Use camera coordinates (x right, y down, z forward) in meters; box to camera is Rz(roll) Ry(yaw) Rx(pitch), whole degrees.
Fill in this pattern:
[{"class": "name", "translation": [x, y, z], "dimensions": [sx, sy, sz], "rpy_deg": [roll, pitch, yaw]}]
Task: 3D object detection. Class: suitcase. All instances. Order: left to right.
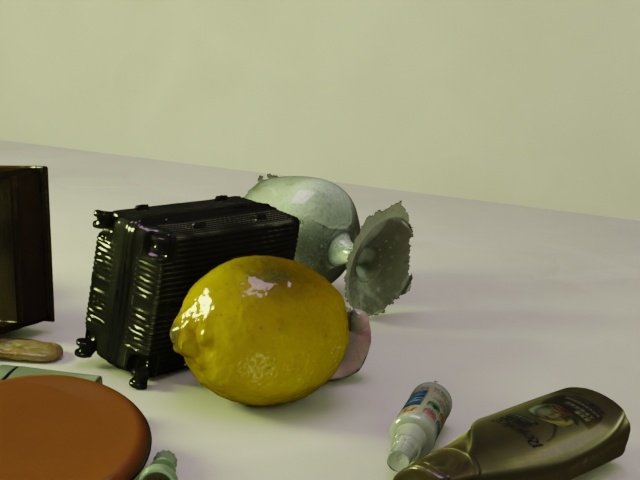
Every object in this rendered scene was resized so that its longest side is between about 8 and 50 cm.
[{"class": "suitcase", "translation": [-0.187, 0.064, 1.610], "dimensions": [0.152, 0.230, 0.335], "rpy_deg": [21, 18, 33]}]

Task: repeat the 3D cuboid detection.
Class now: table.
[{"class": "table", "translation": [-0.560, 0.020, 1.586], "dimensions": [0.196, 0.251, 0.282], "rpy_deg": [4, 8, 23]}]

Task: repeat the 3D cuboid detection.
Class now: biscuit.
[{"class": "biscuit", "translation": [-0.449, 0.158, 1.574], "dimensions": [0.147, 0.018, 0.071], "rpy_deg": [6, 13, -1]}]

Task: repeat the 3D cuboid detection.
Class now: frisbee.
[{"class": "frisbee", "translation": [-0.312, 0.219, 1.185], "dimensions": [0.250, 0.021, 0.251], "rpy_deg": [4, 27, -2]}]

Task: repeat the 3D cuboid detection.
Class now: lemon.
[{"class": "lemon", "translation": [-0.077, 0.120, 1.444], "dimensions": [0.260, 0.204, 0.204], "rpy_deg": [-1, 13, -26]}]

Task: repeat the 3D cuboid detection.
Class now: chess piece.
[{"class": "chess piece", "translation": [-0.172, 0.253, 1.172], "dimensions": [0.042, 0.042, 0.093], "rpy_deg": [4, 6, -2]}]

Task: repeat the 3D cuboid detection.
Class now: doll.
[{"class": "doll", "translation": [-0.013, 0.139, 1.606], "dimensions": [0.192, 0.149, 0.095], "rpy_deg": [21, -23, 32]}]

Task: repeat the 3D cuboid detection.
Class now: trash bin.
[{"class": "trash bin", "translation": [-0.346, 0.197, 1.322], "dimensions": [0.130, 0.059, 0.116], "rpy_deg": [6, 14, 3]}]

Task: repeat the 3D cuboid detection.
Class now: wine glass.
[{"class": "wine glass", "translation": [0.000, 0.000, 1.994], "dimensions": [0.323, 0.238, 0.238], "rpy_deg": [19, 18, 38]}]

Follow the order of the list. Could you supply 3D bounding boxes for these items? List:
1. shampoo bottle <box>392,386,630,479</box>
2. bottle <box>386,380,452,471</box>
[{"class": "shampoo bottle", "translation": [0.220, 0.246, 1.235], "dimensions": [0.350, 0.084, 0.125], "rpy_deg": [-8, 19, -43]}, {"class": "bottle", "translation": [0.119, 0.231, 1.323], "dimensions": [0.060, 0.060, 0.217], "rpy_deg": [7, 11, 14]}]
